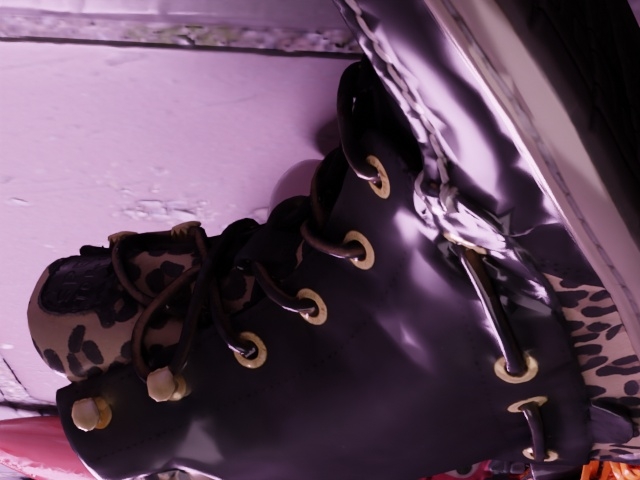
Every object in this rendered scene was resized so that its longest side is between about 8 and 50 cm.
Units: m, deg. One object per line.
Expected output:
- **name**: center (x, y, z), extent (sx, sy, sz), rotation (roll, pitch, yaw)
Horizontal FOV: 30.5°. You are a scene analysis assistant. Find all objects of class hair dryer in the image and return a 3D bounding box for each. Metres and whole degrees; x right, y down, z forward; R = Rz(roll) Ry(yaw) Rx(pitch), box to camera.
- **hair dryer**: center (-0.234, 0.260, 1.204), extent (0.223, 0.080, 0.293), rotation (-25, 133, 18)

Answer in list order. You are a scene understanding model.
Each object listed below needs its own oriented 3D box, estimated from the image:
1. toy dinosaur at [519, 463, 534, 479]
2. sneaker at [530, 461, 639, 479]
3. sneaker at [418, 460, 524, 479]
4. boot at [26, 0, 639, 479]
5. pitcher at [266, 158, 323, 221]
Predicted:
- **toy dinosaur**: center (0.249, 0.310, 1.271), extent (0.218, 0.164, 0.322), rotation (-23, 135, 18)
- **sneaker**: center (0.272, 0.182, 0.986), extent (0.180, 0.124, 0.321), rotation (5, 157, -10)
- **sneaker**: center (0.020, 0.177, 1.020), extent (0.299, 0.121, 0.112), rotation (12, -174, -4)
- **boot**: center (0.000, 0.000, 0.476), extent (0.284, 0.138, 0.377), rotation (-17, 138, 25)
- **pitcher**: center (0.026, 0.053, 0.709), extent (0.178, 0.125, 0.207), rotation (14, 145, -11)
